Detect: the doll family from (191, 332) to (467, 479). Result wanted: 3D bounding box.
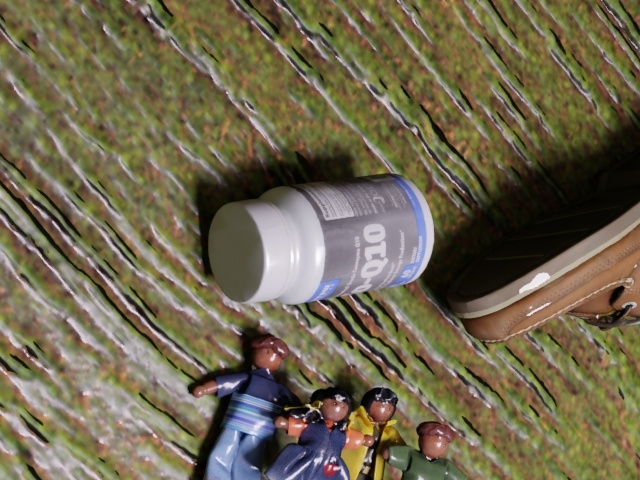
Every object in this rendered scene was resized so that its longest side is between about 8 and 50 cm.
[{"bbox_3d":[0.006,0.133,1.103,0.193,0.076,0.111,24,80,-32],"label":"doll family"}]

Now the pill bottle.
[{"bbox_3d":[0.000,0.000,1.097,0.137,0.078,0.078,-9,95,-37],"label":"pill bottle"}]

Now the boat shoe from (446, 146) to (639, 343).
[{"bbox_3d":[0.223,0.016,1.247,0.307,0.110,0.104,-29,105,-34],"label":"boat shoe"}]
